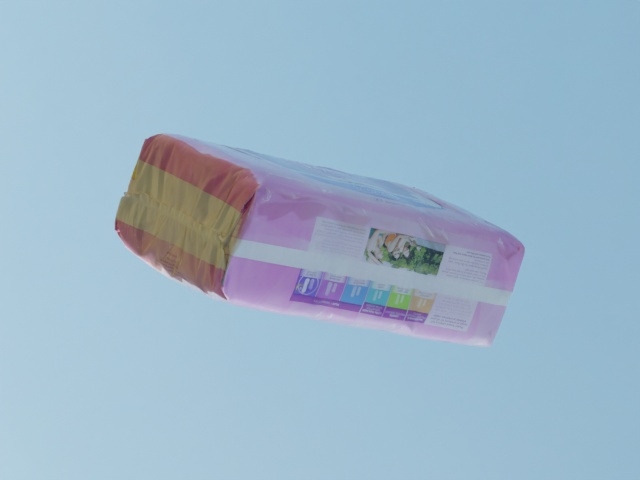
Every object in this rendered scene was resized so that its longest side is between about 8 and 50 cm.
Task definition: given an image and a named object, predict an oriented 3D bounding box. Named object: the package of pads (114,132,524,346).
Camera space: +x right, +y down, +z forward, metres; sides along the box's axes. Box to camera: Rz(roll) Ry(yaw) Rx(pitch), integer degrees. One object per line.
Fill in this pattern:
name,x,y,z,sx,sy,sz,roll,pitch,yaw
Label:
package of pads,0.000,0.000,0.416,0.050,0.083,0.032,30,-75,50
